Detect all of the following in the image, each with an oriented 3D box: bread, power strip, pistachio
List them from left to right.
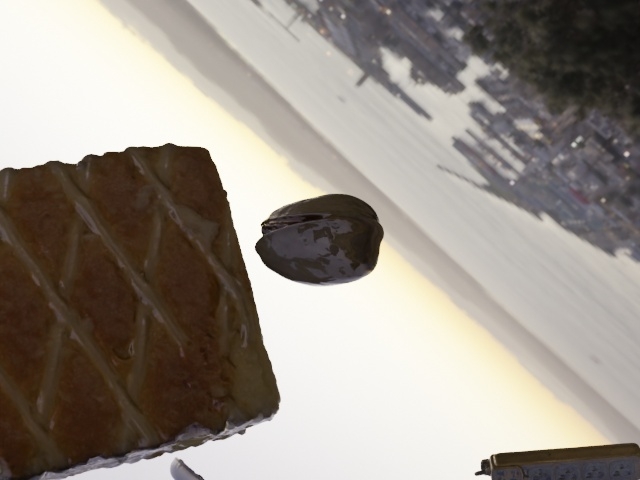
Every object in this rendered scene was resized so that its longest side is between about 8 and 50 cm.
[{"bbox_3d":[-0.283,0.103,1.115,0.279,0.371,0.390,118,137,-63],"label":"bread"},{"bbox_3d":[0.000,0.000,0.980,0.113,0.149,0.113,-4,-90,-76],"label":"pistachio"},{"bbox_3d":[0.425,0.401,1.561,0.044,0.305,0.064,-79,-19,-62],"label":"power strip"}]

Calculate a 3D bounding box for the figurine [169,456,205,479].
[{"bbox_3d":[-0.159,0.431,1.245,0.250,0.141,0.166,28,161,39],"label":"figurine"}]
